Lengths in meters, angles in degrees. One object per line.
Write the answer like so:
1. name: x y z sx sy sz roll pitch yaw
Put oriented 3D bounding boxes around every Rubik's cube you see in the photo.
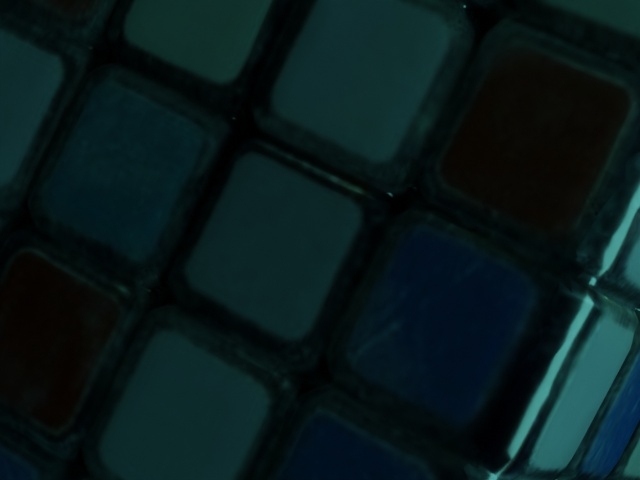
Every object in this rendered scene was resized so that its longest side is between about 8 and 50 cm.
1. Rubik's cube: 0.000 0.000 0.562 0.293 0.287 0.292 -65 155 4
